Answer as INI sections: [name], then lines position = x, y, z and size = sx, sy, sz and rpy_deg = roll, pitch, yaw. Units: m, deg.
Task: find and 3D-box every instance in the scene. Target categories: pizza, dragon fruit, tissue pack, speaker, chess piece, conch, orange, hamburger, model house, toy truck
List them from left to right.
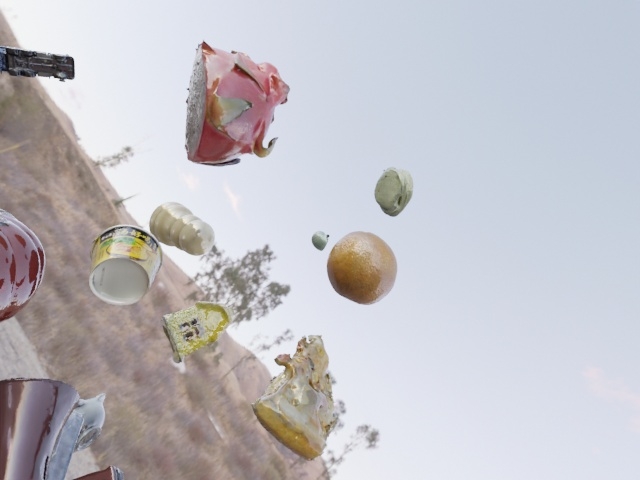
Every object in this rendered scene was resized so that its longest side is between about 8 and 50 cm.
[tissue pack]
position = -0.672, 0.514, 1.024
size = 0.073, 0.173, 0.236
rpy_deg = -48, -149, 41
[toy truck]
position = -0.789, -0.483, 1.209
size = 0.088, 0.201, 0.074
rpy_deg = 34, -58, 45
[speaker]
position = -0.500, 0.424, 0.796
size = 0.330, 0.259, 0.198
rpy_deg = 62, -34, 36
[chess piece]
position = -0.479, -0.033, 1.584
size = 0.299, 0.167, 0.167
rpy_deg = 21, -46, 45
[model house]
position = -0.417, 0.307, 1.540
size = 0.175, 0.234, 0.193
rpy_deg = 70, -24, 9
[dragon fruit]
position = -0.213, -0.332, 1.127
size = 0.305, 0.225, 0.306
rpy_deg = -4, -94, 62
[pizza]
position = -0.024, 0.299, 0.904
size = 0.071, 0.297, 0.189
rpy_deg = -39, -86, 22
[conch]
position = -0.004, -0.001, 1.645
size = 0.085, 0.056, 0.076
rpy_deg = 137, -37, -67
[orange]
position = 0.148, 0.093, 1.570
size = 0.264, 0.264, 0.264
rpy_deg = 40, -33, 33
[hamburger]
position = 0.207, -0.142, 1.268
size = 0.140, 0.062, 0.133
rpy_deg = -54, -142, 41

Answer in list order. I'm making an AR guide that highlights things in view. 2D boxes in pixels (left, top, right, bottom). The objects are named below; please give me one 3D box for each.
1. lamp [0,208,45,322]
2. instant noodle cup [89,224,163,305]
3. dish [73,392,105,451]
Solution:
[lamp]
position = -0.642, 0.038, 0.748
size = 0.303, 0.303, 0.257
rpy_deg = 24, -80, 49
[instant noodle cup]
position = -0.412, 0.056, 0.933
size = 0.122, 0.151, 0.152
rpy_deg = -125, -162, -60
[dish]
position = -0.812, 0.645, 1.488
size = 0.086, 0.236, 0.228
rpy_deg = 32, -3, 17
